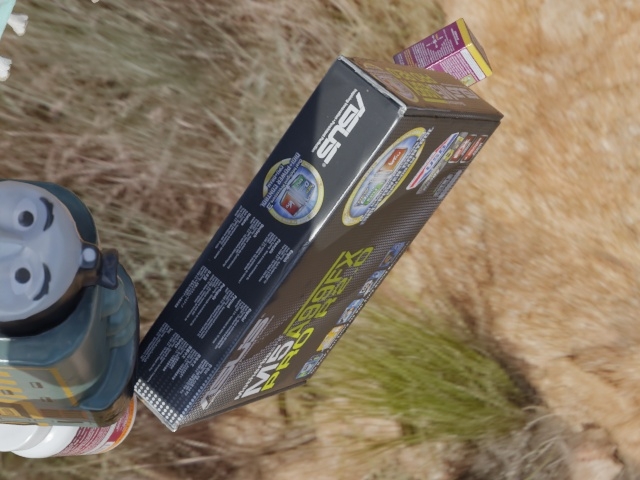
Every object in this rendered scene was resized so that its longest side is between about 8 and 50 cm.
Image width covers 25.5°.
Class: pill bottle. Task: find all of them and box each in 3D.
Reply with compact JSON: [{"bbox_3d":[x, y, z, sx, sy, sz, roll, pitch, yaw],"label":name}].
[{"bbox_3d":[-0.321,0.200,1.700,0.121,0.221,0.121,-2,83,19],"label":"pill bottle"}]

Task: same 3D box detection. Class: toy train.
[{"bbox_3d":[-0.200,0.037,0.798,0.190,0.334,0.142,2,74,-4],"label":"toy train"}]

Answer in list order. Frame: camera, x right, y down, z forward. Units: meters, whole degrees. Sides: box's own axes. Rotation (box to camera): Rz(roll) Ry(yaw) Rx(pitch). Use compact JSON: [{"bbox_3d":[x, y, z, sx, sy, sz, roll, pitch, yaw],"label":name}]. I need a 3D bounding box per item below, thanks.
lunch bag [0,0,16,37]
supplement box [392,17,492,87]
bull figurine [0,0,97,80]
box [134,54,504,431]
[{"bbox_3d":[-0.412,-0.184,1.265,0.223,0.262,0.160,-8,65,-29],"label":"lunch bag"},{"bbox_3d":[0.125,-0.179,1.444,0.083,0.055,0.043,-27,48,15],"label":"supplement box"},{"bbox_3d":[-0.397,-0.291,1.627,0.310,0.188,0.101,-27,48,36],"label":"bull figurine"},{"bbox_3d":[0.000,0.000,0.993,0.060,0.216,0.270,41,107,16],"label":"box"}]
